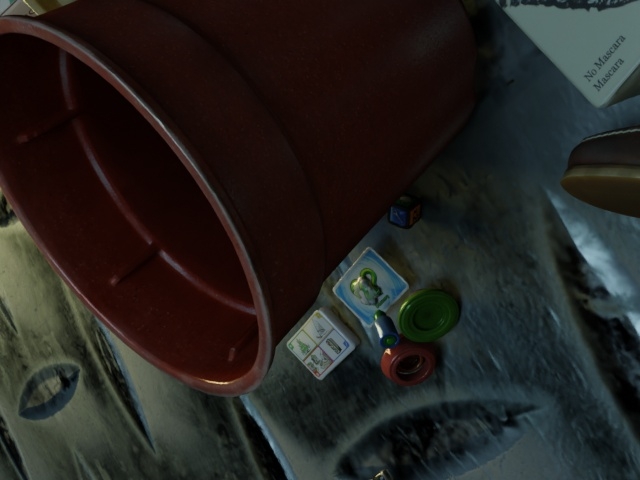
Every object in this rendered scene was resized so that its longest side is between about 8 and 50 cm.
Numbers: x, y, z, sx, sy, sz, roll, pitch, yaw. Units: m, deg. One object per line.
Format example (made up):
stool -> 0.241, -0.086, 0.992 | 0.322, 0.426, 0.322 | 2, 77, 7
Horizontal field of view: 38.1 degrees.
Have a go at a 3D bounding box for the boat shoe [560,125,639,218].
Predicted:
boat shoe -> 0.240, -0.046, 0.530 | 0.207, 0.073, 0.073 | 9, 76, 42

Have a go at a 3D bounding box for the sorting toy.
sorting toy -> 0.074, 0.074, 0.781 | 0.042, 0.061, 0.102 | -109, 31, -57

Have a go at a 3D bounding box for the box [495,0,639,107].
box -> 0.127, -0.217, 0.548 | 0.275, 0.094, 0.113 | 51, 137, 18

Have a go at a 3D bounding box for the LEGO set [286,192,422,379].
LEGO set -> 0.000, 0.000, 0.845 | 0.182, 0.060, 0.244 | 45, 138, 7

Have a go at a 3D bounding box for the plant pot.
plant pot -> -0.046, -0.082, 0.637 | 0.272, 0.265, 0.272 | 32, 144, 27

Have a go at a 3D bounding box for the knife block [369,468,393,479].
knife block -> -0.008, 0.343, 0.850 | 0.088, 0.276, 0.242 | 41, 163, 29

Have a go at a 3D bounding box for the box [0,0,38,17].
box -> -0.327, -0.356, 0.910 | 0.232, 0.058, 0.322 | -42, 71, 4

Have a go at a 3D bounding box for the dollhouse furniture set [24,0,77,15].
dollhouse furniture set -> -0.208, -0.296, 0.752 | 0.197, 0.151, 0.301 | -46, 72, 2
